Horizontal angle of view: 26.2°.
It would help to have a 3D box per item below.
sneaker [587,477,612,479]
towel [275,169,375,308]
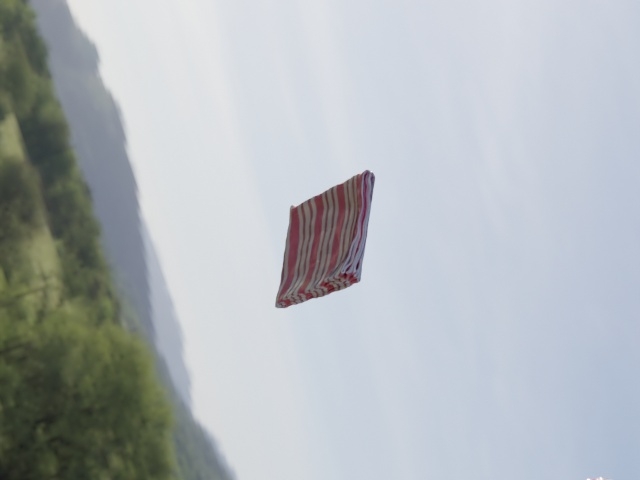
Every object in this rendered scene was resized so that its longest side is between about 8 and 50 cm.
[{"bbox_3d":[0.368,0.386,1.582,0.121,0.112,0.299,45,19,-28],"label":"sneaker"},{"bbox_3d":[0.000,0.000,1.716,0.197,0.029,0.144,-23,-127,56],"label":"towel"}]
